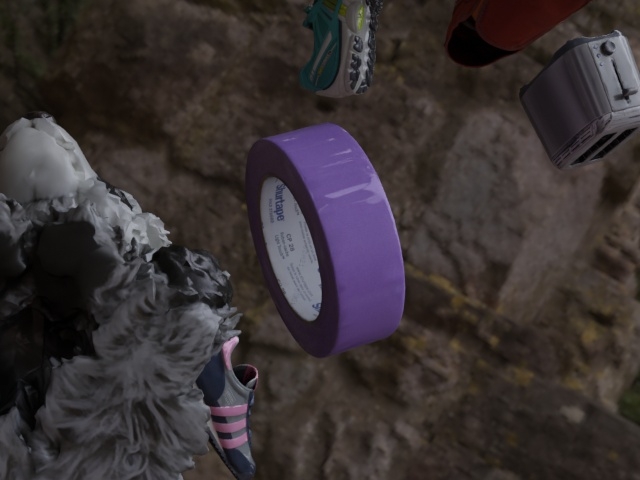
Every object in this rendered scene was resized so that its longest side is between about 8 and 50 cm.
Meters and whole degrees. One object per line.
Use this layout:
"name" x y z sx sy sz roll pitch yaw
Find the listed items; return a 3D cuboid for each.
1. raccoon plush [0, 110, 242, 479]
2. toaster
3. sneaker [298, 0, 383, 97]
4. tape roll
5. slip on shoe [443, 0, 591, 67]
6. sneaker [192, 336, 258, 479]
"raccoon plush" -0.204 0.140 0.754 0.216 0.447 0.299 18 -4 -10
"toaster" 0.399 -0.205 1.842 0.227 0.129 0.147 -48 -121 60
"sneaker" 0.025 -0.346 1.794 0.109 0.275 0.107 3 -15 23
"tape roll" 0.000 0.000 1.472 0.275 0.090 0.275 164 -90 -71
"slip on shoe" 0.239 -0.279 1.456 0.123 0.101 0.331 28 -12 -13
"sneaker" -0.148 0.287 2.068 0.112 0.131 0.319 44 -19 47
